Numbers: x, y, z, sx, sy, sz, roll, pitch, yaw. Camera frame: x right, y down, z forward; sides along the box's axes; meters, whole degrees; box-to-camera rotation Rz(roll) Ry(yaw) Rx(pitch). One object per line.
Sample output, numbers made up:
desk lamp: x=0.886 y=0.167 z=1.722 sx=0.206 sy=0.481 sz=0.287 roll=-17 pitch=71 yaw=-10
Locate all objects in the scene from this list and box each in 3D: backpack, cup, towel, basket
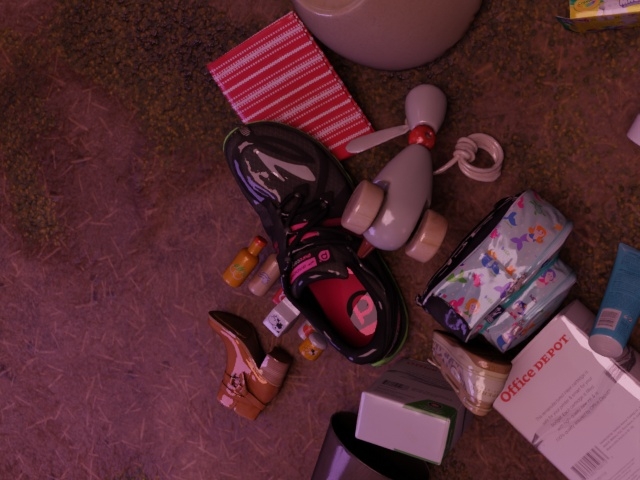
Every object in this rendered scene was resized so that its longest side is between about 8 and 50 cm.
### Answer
backpack: x=0.299 y=0.047 z=1.522 sx=0.191 sy=0.225 sz=0.253 roll=37 pitch=98 yaw=13
cup: x=0.072 y=-0.435 z=1.526 sx=0.331 sy=0.237 sz=0.331 roll=5 pitch=102 yaw=27
towel: x=-0.046 y=-0.240 z=1.678 sx=0.199 sy=0.031 sz=0.275 roll=-27 pitch=109 yaw=24
basket: x=0.056 y=0.454 z=1.719 sx=0.204 sy=0.154 sz=0.227 roll=34 pitch=112 yaw=16

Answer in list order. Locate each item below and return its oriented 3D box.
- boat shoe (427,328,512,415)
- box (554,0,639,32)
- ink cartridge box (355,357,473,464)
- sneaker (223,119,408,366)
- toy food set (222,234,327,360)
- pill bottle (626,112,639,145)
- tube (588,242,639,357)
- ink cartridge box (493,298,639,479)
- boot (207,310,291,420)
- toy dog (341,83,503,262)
boat shoe: x=0.228 y=0.205 z=1.540 sx=0.104 sy=0.285 sz=0.089 roll=15 pitch=92 yaw=-2
box: x=0.454 y=-0.352 z=1.465 sx=0.179 sy=0.105 sz=0.043 roll=-3 pitch=88 yaw=23
ink cartridge box: x=0.168 y=0.281 z=1.615 sx=0.153 sy=0.208 sz=0.087 roll=14 pitch=105 yaw=21
sneaker: x=0.000 y=0.000 z=1.628 sx=0.185 sy=0.202 sz=0.483 roll=-34 pitch=90 yaw=11
toy food set: x=-0.053 y=0.098 z=1.734 sx=0.232 sy=0.111 sz=0.104 roll=44 pitch=111 yaw=15
pill bottle: x=0.583 y=-0.242 z=1.396 sx=0.161 sy=0.161 sz=0.283 roll=34 pitch=109 yaw=15
tube: x=0.472 y=0.087 z=1.485 sx=0.080 sy=0.207 sz=0.052 roll=25 pitch=146 yaw=14
ink cartridge box: x=0.438 y=0.263 z=1.537 sx=0.283 sy=0.117 sz=0.207 roll=44 pitch=117 yaw=12
boot: x=-0.163 y=0.238 z=1.823 sx=0.197 sy=0.073 sz=0.152 roll=37 pitch=113 yaw=17
toy dog: x=0.130 y=-0.091 z=1.570 sx=0.220 sy=0.333 sz=0.161 roll=44 pitch=142 yaw=-1
